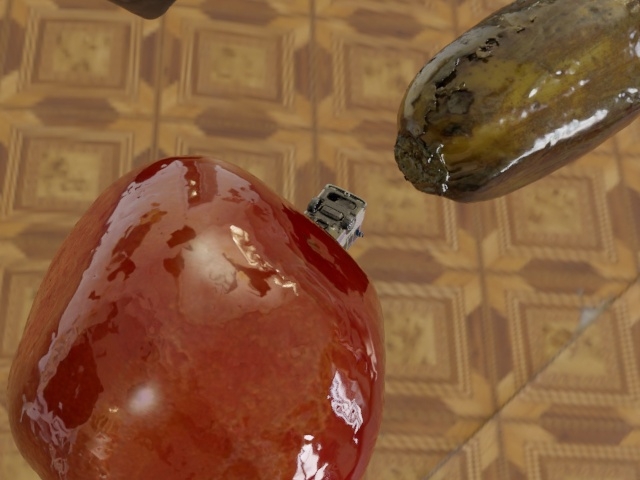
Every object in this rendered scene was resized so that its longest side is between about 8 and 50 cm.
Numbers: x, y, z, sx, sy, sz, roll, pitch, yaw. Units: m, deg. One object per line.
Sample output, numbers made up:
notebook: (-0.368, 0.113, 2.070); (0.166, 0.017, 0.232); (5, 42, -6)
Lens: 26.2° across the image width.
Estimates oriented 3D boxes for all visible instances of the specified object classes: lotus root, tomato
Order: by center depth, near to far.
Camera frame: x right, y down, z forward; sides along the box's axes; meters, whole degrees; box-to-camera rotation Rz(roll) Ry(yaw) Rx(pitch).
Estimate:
tomato: (-0.094, 0.101, 1.078); (0.293, 0.290, 0.325); (42, 16, -12)
lotus root: (0.259, -0.183, 1.602); (0.397, 0.195, 0.179); (-31, 35, -18)

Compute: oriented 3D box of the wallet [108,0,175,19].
wallet: (-0.290, -0.358, 1.568); (0.321, 0.170, 0.044); (22, 54, -30)

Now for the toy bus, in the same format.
toy bus: (0.000, 0.000, 1.310); (0.052, 0.058, 0.102); (27, 51, 15)
